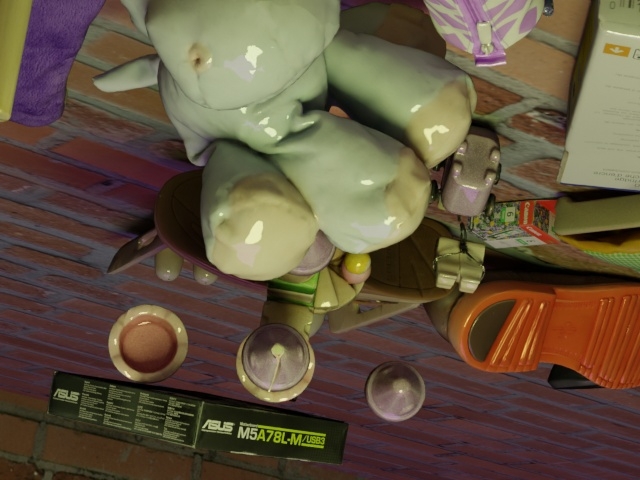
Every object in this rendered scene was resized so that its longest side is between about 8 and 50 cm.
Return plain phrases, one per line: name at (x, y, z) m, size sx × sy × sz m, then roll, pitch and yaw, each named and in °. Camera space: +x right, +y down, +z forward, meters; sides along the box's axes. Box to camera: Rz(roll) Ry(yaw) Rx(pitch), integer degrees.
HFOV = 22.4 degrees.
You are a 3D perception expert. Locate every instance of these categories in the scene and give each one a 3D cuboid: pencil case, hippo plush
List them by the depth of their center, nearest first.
pencil case at (0.086, -0.188, 1.025) m, size 0.086 × 0.088 × 0.206 m, roll 1°, pitch 161°, yaw 21°
hippo plush at (-0.030, -0.150, 1.088) m, size 0.234 × 0.294 × 0.236 m, roll -27°, pitch 141°, yaw -9°

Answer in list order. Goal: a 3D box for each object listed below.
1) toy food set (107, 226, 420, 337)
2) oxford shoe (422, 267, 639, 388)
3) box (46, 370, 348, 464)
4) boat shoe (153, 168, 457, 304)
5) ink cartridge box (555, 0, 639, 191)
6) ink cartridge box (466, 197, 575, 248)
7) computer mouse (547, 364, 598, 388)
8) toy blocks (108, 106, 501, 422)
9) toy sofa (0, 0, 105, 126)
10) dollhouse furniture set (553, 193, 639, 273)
toy food set at (-0.068, 0.045, 1.859) m, size 0.306 × 0.092 × 0.220 m, roll 15°, pitch 162°, yaw -23°
oxford shoe at (0.281, 0.081, 1.845) m, size 0.363 × 0.130 × 0.133 m, roll 10°, pitch -163°, yaw -32°
box at (-0.104, 0.152, 1.383) m, size 0.190 × 0.045 × 0.184 m, roll 6°, pitch 172°, yaw 43°
boat shoe at (-0.026, 0.010, 1.689) m, size 0.342 × 0.123 × 0.123 m, roll 9°, pitch 163°, yaw -26°
ink cartridge box at (0.344, -0.106, 1.225) m, size 0.303 × 0.072 × 0.307 m, roll 6°, pitch 166°, yaw 4°
ink cartridge box at (0.213, -0.017, 1.636) m, size 0.115 × 0.029 × 0.063 m, roll -4°, pitch 160°, yaw 36°
computer mouse at (0.417, 0.144, 2.017) m, size 0.272 × 0.072 × 0.188 m, roll -6°, pitch 172°, yaw 21°
toy blocks at (0.000, 0.000, 1.337) m, size 0.309 × 0.289 × 0.260 m, roll 12°, pitch 169°, yaw -2°
toy sofa at (-0.287, -0.119, 1.316) m, size 0.177 × 0.150 × 0.362 m, roll 13°, pitch 162°, yaw -14°
dollhouse furniture set at (0.383, 0.041, 1.528) m, size 0.301 × 0.151 × 0.197 m, roll -7°, pitch 158°, yaw 37°
